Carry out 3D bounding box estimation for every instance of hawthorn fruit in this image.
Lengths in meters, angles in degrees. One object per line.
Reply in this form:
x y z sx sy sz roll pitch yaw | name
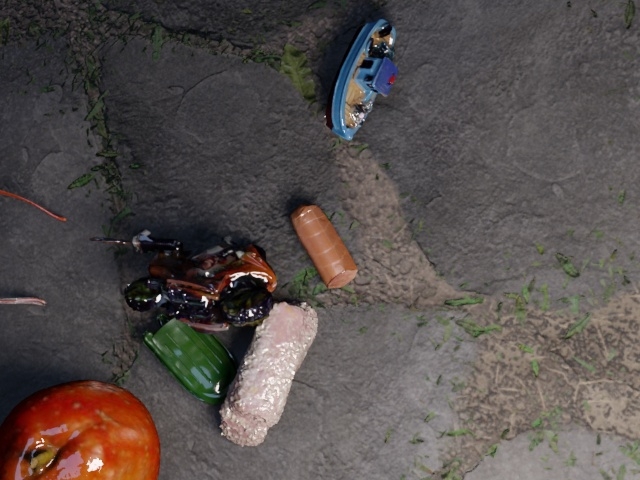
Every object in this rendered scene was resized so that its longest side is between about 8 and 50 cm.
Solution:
-0.409 0.360 1.655 0.287 0.330 0.287 -1 77 6 | hawthorn fruit

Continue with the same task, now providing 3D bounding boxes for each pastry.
-0.089 0.219 1.705 0.102 0.112 0.265 21 84 5 | pastry

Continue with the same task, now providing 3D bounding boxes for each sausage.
0.000 0.000 1.768 0.065 0.065 0.169 -34 67 7 | sausage

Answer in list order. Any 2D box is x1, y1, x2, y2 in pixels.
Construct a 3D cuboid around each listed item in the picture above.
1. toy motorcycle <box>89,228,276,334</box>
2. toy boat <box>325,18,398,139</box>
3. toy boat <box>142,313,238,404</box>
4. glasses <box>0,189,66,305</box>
-0.234 0.060 1.778 0.401 0.134 0.207 4 33 27 | toy motorcycle
0.083 -0.279 1.802 0.097 0.100 0.223 16 81 36 | toy boat
-0.221 0.201 1.786 0.104 0.052 0.210 -39 66 -18 | toy boat
-0.639 0.005 1.952 0.268 0.118 0.234 6 75 20 | glasses
